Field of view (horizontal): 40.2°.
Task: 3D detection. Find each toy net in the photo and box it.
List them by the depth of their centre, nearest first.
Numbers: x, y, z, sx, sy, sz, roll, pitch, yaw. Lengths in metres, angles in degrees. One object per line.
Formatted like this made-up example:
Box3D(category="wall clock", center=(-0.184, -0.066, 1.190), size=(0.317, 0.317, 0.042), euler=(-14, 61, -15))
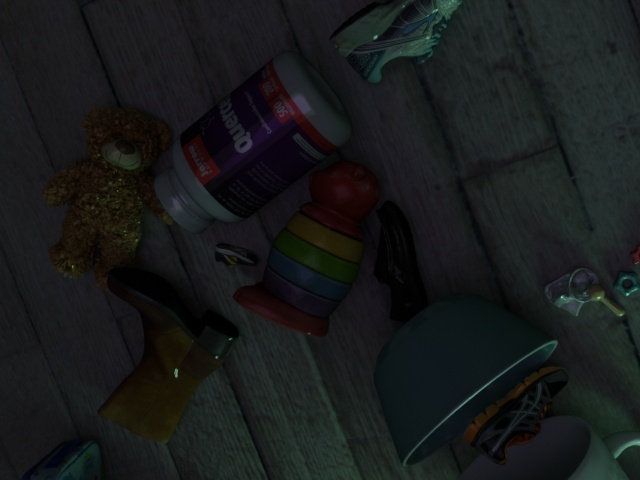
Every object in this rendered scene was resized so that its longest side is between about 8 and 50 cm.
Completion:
Box3D(category="toy net", center=(0.484, 0.070, 1.422), size=(0.232, 0.045, 0.122), euler=(-1, 99, 13))

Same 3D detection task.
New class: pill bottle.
Box3D(category="pill bottle", center=(-0.118, -0.153, 1.453), size=(0.323, 0.181, 0.181), euler=(-36, 90, 15))

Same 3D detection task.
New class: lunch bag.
Box3D(category="lunch bag", center=(-0.472, 0.473, 1.617), size=(0.090, 0.219, 0.176), euler=(-4, 99, 7))

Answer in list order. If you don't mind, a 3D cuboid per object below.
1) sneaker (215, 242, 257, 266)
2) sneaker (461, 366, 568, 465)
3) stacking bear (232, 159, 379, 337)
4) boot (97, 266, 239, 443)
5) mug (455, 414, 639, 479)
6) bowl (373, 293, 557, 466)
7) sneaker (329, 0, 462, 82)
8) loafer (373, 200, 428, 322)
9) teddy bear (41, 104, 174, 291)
Box3D(category="sneaker", center=(-0.152, 0.032, 1.573), size=(0.083, 0.031, 0.035), euler=(20, 116, 13))
Box3D(category="sneaker", center=(0.333, 0.286, 1.435), size=(0.215, 0.084, 0.083), euler=(-34, 63, -18))
Box3D(category="stacking bear", center=(0.000, 0.000, 1.470), size=(0.164, 0.175, 0.289), euler=(27, 96, 10))
Box3D(category="boot", center=(-0.326, 0.210, 1.599), size=(0.264, 0.096, 0.280), euler=(30, 110, -19))
Box3D(category="mug", center=(0.438, 0.466, 1.405), size=(0.374, 0.276, 0.328), euler=(-36, 96, -15))
Box3D(category="bowl", center=(0.206, 0.202, 1.400), size=(0.311, 0.311, 0.163), euler=(-45, 69, 15))
Box3D(category="sneaker", center=(0.161, -0.359, 1.411), size=(0.283, 0.110, 0.122), euler=(-29, 109, 18))
Box3D(category="loafer", center=(0.123, 0.043, 1.481), size=(0.078, 0.080, 0.220), euler=(-13, 96, 14))
Box3D(category="teddy bear", center=(-0.378, -0.068, 1.564), size=(0.245, 0.113, 0.338), euler=(37, 105, 3))
